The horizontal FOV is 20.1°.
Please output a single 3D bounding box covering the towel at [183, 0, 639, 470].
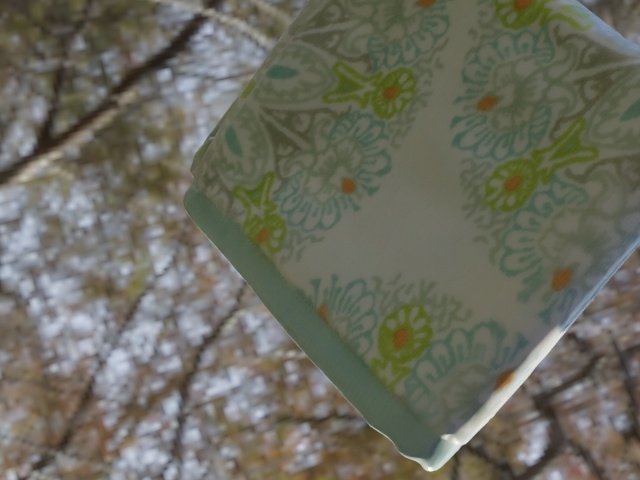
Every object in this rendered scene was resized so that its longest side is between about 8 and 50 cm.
[{"bbox_3d":[0.077,-0.060,1.325,0.320,0.090,0.374,-52,-133,10],"label":"towel"}]
